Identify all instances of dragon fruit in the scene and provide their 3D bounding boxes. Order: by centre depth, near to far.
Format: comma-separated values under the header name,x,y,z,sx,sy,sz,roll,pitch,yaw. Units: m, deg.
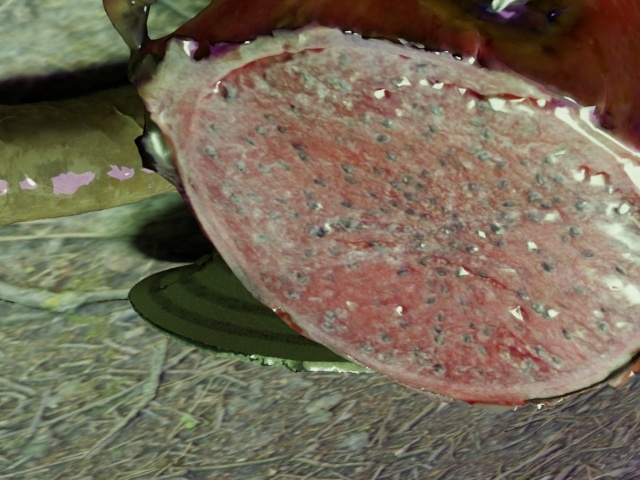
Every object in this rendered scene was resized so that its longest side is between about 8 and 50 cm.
name,x,y,z,sx,sy,sz,roll,pitch,yaw
dragon fruit,0.086,-0.104,1.020,0.296,0.263,0.314,-11,130,39

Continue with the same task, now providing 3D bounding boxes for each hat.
name,x,y,z,sx,sy,sz,roll,pitch,yaw
hat,0.000,0.000,1.287,0.252,0.252,0.110,-4,107,-37

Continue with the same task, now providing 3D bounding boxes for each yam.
name,x,y,z,sx,sy,sz,roll,pitch,yaw
yam,-0.054,-0.068,1.157,0.356,0.081,0.081,-10,152,-24
